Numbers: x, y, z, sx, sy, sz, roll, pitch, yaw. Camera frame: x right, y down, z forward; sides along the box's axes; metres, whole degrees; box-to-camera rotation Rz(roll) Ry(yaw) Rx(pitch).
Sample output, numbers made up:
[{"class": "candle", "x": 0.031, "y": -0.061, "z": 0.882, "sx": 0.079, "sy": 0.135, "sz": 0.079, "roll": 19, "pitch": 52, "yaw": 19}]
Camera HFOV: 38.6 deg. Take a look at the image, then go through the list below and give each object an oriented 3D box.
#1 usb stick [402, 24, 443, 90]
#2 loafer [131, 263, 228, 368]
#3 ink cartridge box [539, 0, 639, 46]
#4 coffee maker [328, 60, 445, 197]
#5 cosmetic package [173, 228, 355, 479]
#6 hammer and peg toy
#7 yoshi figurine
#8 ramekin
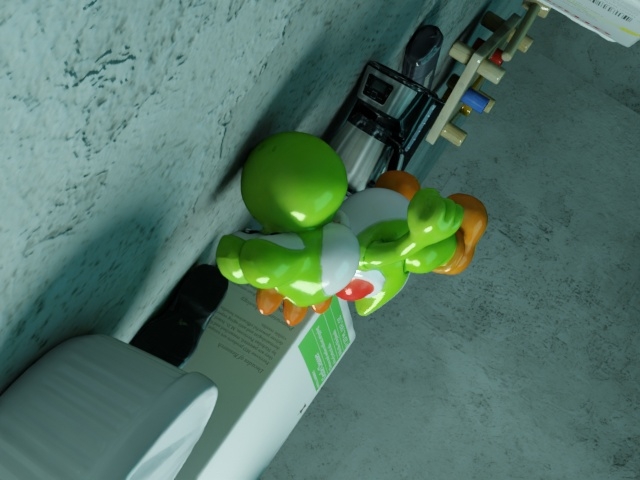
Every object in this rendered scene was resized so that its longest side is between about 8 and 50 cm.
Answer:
[{"class": "usb stick", "x": 0.164, "y": -0.279, "z": 1.525, "sx": 0.077, "sy": 0.045, "sz": 0.278, "roll": -56, "pitch": 174, "yaw": -6}, {"class": "loafer", "x": -0.161, "y": 0.106, "z": 1.015, "sx": 0.170, "sy": 0.062, "sz": 0.061, "roll": -52, "pitch": 177, "yaw": -26}, {"class": "ink cartridge box", "x": 0.290, "y": -0.367, "z": 1.033, "sx": 0.160, "sy": 0.279, "sz": 0.385, "roll": -59, "pitch": 173, "yaw": 12}, {"class": "coffee maker", "x": 0.081, "y": -0.147, "z": 1.276, "sx": 0.178, "sy": 0.120, "sz": 0.171, "roll": -59, "pitch": 175, "yaw": 10}, {"class": "cosmetic package", "x": -0.123, "y": 0.194, "z": 1.148, "sx": 0.365, "sy": 0.155, "sz": 0.197, "roll": -55, "pitch": 158, "yaw": -19}, {"class": "hammer and peg toy", "x": 0.351, "y": -0.390, "z": 1.979, "sx": 0.266, "sy": 0.127, "sz": 0.361, "roll": -47, "pitch": 168, "yaw": -44}, {"class": "yoshi figurine", "x": 0.036, "y": -0.039, "z": 1.020, "sx": 0.204, "sy": 0.203, "sz": 0.362, "roll": -37, "pitch": 162, "yaw": 36}, {"class": "ramekin", "x": -0.216, "y": 0.203, "z": 0.791, "sx": 0.272, "sy": 0.127, "sz": 0.273, "roll": -54, "pitch": 173, "yaw": -10}]
